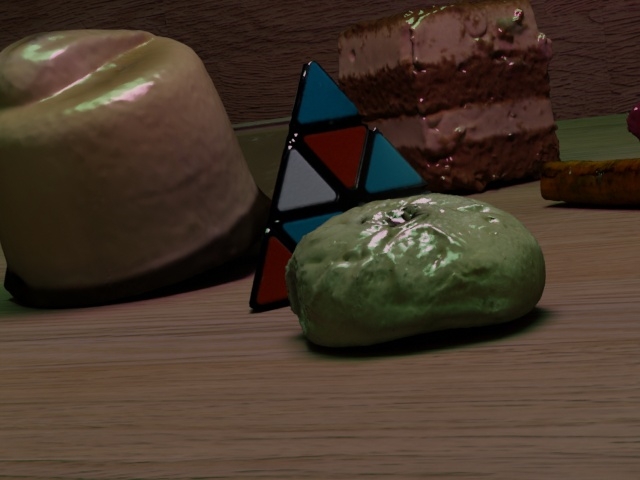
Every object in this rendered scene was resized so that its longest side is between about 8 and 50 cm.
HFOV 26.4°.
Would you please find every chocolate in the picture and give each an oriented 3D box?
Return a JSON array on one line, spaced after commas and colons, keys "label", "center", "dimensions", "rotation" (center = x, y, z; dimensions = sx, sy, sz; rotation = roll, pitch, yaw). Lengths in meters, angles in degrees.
[{"label": "chocolate", "center": [-0.237, -0.107, 1.587], "dimensions": [0.314, 0.297, 0.326], "rotation": [-4, 16, 22]}]

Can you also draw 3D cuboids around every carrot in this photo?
[{"label": "carrot", "center": [0.376, -0.075, 1.697], "dimensions": [0.070, 0.070, 0.260], "rotation": [-13, 9, -34]}]

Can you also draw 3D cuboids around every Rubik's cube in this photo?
[{"label": "Rubik's cube", "center": [0.057, 0.006, 1.414], "dimensions": [0.234, 0.284, 0.250], "rotation": [13, 35, 0]}]

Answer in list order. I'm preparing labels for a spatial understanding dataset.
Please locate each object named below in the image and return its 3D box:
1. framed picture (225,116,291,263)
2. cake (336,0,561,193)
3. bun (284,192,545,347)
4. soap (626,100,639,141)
[{"label": "framed picture", "center": [-0.158, -0.072, 1.884], "dimensions": [0.326, 0.028, 0.446], "rotation": [-5, 25, 20]}, {"label": "cake", "center": [0.196, -0.221, 2.145], "dimensions": [0.256, 0.290, 0.282], "rotation": [-10, 5, -28]}, {"label": "bun", "center": [0.080, 0.019, 1.155], "dimensions": [0.221, 0.108, 0.221], "rotation": [-8, 7, 1]}, {"label": "soap", "center": [0.524, -0.153, 1.711], "dimensions": [0.112, 0.182, 0.289], "rotation": [-16, 17, -39]}]
